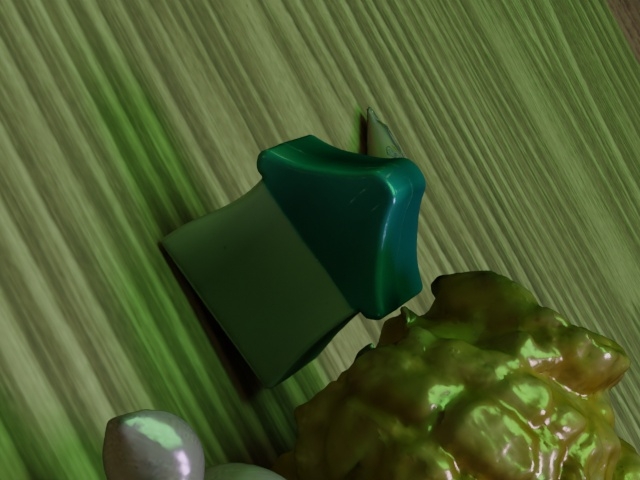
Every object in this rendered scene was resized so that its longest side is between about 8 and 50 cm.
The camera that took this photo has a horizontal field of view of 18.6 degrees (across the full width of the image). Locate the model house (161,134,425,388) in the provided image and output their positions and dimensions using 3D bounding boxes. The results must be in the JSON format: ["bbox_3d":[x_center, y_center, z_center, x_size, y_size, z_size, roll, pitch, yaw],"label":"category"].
[{"bbox_3d":[0.000,0.000,1.229,0.127,0.149,0.100,54,21,3],"label":"model house"}]

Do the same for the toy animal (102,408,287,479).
[{"bbox_3d":[-0.052,0.160,0.998,0.212,0.124,0.124,32,35,-38],"label":"toy animal"}]

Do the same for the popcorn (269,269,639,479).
[{"bbox_3d":[0.083,0.126,1.178,0.190,0.250,0.250,57,20,3],"label":"popcorn"}]

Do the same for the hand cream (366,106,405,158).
[{"bbox_3d":[0.059,-0.060,1.630,0.061,0.039,0.143,51,18,-23],"label":"hand cream"}]
